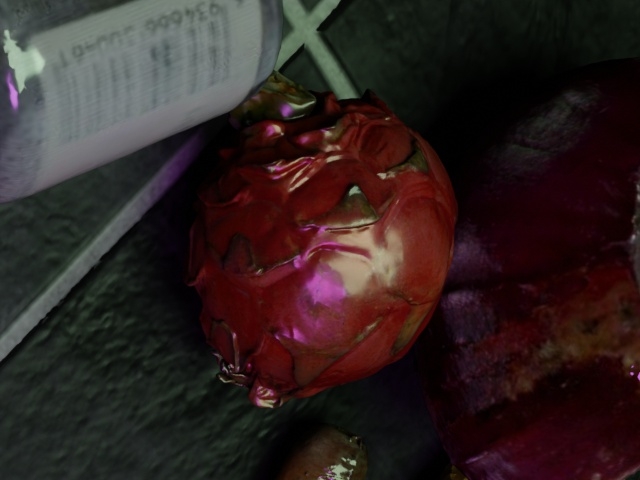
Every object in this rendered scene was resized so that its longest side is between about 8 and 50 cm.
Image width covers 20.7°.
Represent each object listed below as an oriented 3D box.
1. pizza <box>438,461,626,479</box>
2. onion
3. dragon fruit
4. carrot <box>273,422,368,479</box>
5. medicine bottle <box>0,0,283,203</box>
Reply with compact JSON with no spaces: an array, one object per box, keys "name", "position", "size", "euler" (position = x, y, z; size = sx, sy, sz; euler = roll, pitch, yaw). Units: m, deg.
[{"name":"pizza","position":[0.154,0.189,1.335],"size":[0.292,0.058,0.197],"euler":[-2,103,-42]},{"name":"onion","position":[0.199,0.012,1.180],"size":[0.336,0.282,0.260],"euler":[-32,87,-9]},{"name":"dragon fruit","position":[0.000,0.000,1.080],"size":[0.172,0.172,0.209],"euler":[-15,122,-36]},{"name":"carrot","position":[-0.022,0.211,1.196],"size":[0.060,0.060,0.186],"euler":[21,95,-42]},{"name":"medicine bottle","position":[-0.169,-0.104,0.906],"size":[0.273,0.165,0.165],"euler":[-25,118,-31]}]
